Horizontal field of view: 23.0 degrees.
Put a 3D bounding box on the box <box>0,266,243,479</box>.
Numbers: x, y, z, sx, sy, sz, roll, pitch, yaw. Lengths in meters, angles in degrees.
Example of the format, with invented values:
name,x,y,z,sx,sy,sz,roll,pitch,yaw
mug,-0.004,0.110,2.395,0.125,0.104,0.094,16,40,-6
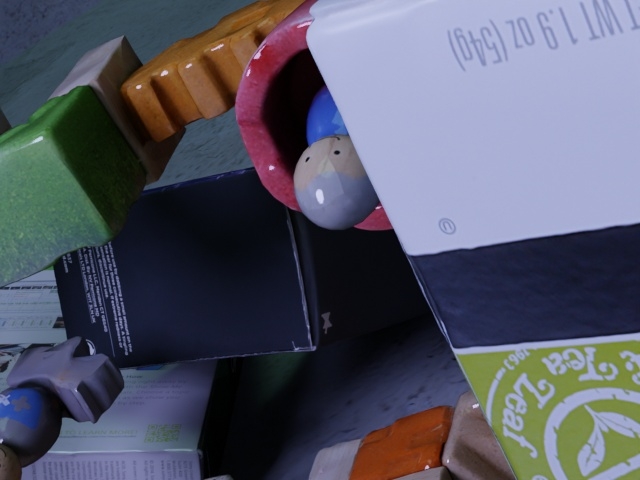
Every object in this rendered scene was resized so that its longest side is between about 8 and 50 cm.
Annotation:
name,x,y,z,sx,sy,sz,roll,pitch,yaw
box,-0.169,0.079,1.020,0.232,0.058,0.322,-1,24,4

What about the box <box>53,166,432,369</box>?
name,x,y,z,sx,sy,sz,roll,pitch,yaw
box,0.000,0.000,0.928,0.184,0.103,0.261,-6,5,39

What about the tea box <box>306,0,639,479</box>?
name,x,y,z,sx,sy,sz,roll,pitch,yaw
tea box,0.231,-0.005,0.469,0.329,0.323,0.220,-10,26,40

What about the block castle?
name,x,y,z,sx,sy,sz,roll,pitch,yaw
block castle,-0.089,0.085,0.687,0.453,0.303,0.213,-20,24,22
